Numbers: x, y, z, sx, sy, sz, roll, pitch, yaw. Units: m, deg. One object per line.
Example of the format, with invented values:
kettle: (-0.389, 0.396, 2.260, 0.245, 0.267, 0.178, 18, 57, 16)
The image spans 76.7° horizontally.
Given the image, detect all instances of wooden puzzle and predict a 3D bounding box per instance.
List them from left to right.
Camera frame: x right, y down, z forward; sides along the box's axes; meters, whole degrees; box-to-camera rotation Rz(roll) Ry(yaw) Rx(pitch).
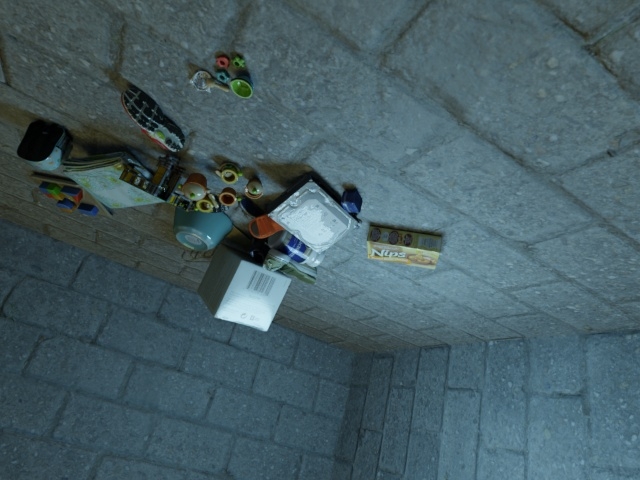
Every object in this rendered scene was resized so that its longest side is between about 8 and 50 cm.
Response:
wooden puzzle: (-1.405, -0.233, 2.291, 0.323, 0.080, 0.347, 11, 154, 9)

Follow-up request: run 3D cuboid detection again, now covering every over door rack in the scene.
over door rack: (-0.671, 0.102, 2.552, 0.240, 0.108, 0.325, -11, 158, 43)

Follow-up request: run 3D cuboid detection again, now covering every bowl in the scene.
bowl: (-0.632, -0.056, 2.094, 0.312, 0.163, 0.311, 13, 150, 8)

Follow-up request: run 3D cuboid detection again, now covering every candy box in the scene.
candy box: (0.372, 0.034, 1.830, 0.317, 0.087, 0.182, 10, 154, 13)

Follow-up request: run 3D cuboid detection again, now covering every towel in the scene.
towel: (-0.928, -0.265, 1.865, 0.322, 0.090, 0.374, -3, 156, 12)

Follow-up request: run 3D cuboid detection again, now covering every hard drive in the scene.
hard drive: (-0.025, -0.100, 1.677, 0.237, 0.064, 0.339, -37, 130, 17)

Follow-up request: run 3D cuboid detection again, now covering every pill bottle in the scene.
pill bottle: (-0.113, 0.023, 2.005, 0.265, 0.153, 0.153, 30, 151, -28)

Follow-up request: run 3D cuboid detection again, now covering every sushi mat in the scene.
sushi mat: (-0.467, -0.015, 2.280, 0.152, 0.019, 0.316, -3, 149, 32)

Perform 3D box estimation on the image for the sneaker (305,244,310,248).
sneaker: (0.000, 0.000, 1.941, 0.152, 0.053, 0.061, -29, 159, -1)

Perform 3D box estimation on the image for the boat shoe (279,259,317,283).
boat shoe: (-0.140, 0.145, 2.320, 0.113, 0.103, 0.302, -13, 143, 42)

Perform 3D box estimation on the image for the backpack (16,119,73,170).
backpack: (-1.168, -0.390, 1.718, 0.166, 0.188, 0.144, 15, 154, 0)

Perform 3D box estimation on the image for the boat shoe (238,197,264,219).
boat shoe: (-0.335, -0.136, 1.907, 0.066, 0.066, 0.183, -1, 150, 33)

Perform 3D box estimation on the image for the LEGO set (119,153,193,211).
LEGO set: (-0.664, -0.272, 1.744, 0.255, 0.191, 0.331, 23, 175, 29)

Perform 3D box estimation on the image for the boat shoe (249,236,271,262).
boat shoe: (-0.311, 0.068, 2.197, 0.128, 0.157, 0.340, 10, 154, 11)

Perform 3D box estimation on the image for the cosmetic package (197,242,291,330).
cosmetic package: (-0.433, 0.251, 2.257, 0.330, 0.327, 0.394, 25, 180, -32)

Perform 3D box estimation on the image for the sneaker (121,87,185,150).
sneaker: (-0.620, -0.420, 1.459, 0.119, 0.107, 0.279, 10, 153, 32)

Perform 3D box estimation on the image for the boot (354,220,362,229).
boot: (0.096, -0.044, 1.829, 0.190, 0.085, 0.069, -4, 148, 35)

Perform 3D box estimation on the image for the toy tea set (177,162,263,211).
toy tea set: (-0.406, -0.201, 1.664, 0.337, 0.124, 0.199, -15, 132, 12)

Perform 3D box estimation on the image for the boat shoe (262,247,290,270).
boat shoe: (-0.218, 0.104, 1.951, 0.109, 0.094, 0.302, 26, 169, -9)

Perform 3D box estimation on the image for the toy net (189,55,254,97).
toy net: (-0.313, -0.485, 1.216, 0.233, 0.045, 0.122, 4, 152, 22)

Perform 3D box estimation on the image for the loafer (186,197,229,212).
loafer: (-0.550, -0.180, 1.935, 0.224, 0.078, 0.076, 1, 133, -6)

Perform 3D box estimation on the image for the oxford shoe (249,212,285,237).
oxford shoe: (-0.144, -0.113, 1.822, 0.365, 0.132, 0.129, -12, 106, 22)

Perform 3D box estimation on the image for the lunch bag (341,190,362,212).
lunch bag: (0.123, -0.153, 1.616, 0.065, 0.067, 0.098, 2, 153, 26)
